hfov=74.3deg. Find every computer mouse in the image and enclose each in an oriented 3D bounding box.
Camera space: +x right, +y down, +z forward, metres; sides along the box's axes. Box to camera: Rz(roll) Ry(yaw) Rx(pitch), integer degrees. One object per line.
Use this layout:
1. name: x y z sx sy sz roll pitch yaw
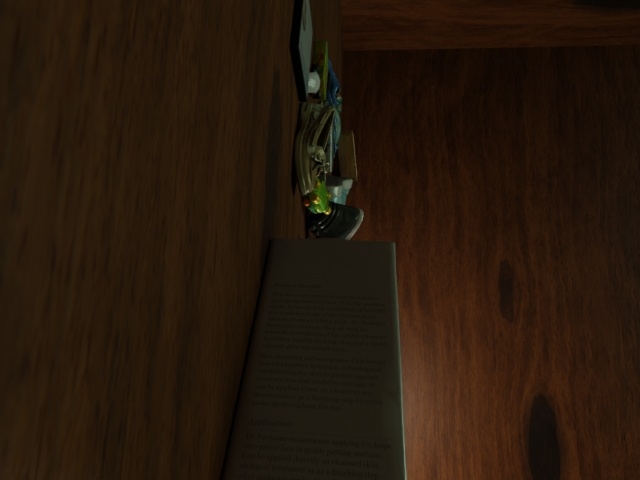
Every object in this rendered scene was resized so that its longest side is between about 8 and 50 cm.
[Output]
1. computer mouse: -0.019 -0.468 1.254 0.193 0.042 0.106 -78 169 -66

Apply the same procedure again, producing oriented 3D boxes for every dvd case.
1. dvd case: -0.045 -0.510 1.067 0.180 0.022 0.253 80 12 -67

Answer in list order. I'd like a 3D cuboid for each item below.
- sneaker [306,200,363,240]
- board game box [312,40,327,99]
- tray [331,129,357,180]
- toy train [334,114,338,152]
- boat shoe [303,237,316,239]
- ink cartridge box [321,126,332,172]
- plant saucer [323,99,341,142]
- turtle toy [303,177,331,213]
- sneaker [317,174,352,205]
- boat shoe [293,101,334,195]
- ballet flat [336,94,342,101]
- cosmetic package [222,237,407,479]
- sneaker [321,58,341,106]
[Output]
1. sneaker: 0.000 0.000 1.340 0.296 0.146 0.104 -59 -158 15
2. board game box: -0.001 -0.574 1.424 0.092 0.043 0.181 82 10 -62
3. tray: 0.094 -0.377 1.901 0.411 0.076 0.203 -115 -161 -78
4. toy train: 0.020 -0.385 1.554 0.105 0.080 0.184 -146 -126 -85
5. boat shoe: -0.010 0.105 1.049 0.324 0.119 0.123 -80 170 -58
6. ink cartridge box: 0.005 -0.318 1.384 0.127 0.072 0.175 -71 161 -73
7. plant saucer: 0.046 -0.451 1.658 0.195 0.037 0.195 173 -90 -75
8. turtle toy: -0.015 -0.135 1.231 0.095 0.066 0.130 41 43 -52
9. sneaker: 0.031 -0.151 1.513 0.366 0.135 0.150 -45 144 -70
10. boat shoe: -0.015 -0.244 1.081 0.105 0.089 0.285 82 11 -64
11. ballet flat: 0.049 -0.620 1.899 0.077 0.091 0.241 61 2 -1
12. cosmetic package: 0.007 0.214 0.671 0.162 0.230 0.453 86 8 -49
13. sneaker: 0.044 -0.643 1.722 0.069 0.082 0.209 49 41 -80
